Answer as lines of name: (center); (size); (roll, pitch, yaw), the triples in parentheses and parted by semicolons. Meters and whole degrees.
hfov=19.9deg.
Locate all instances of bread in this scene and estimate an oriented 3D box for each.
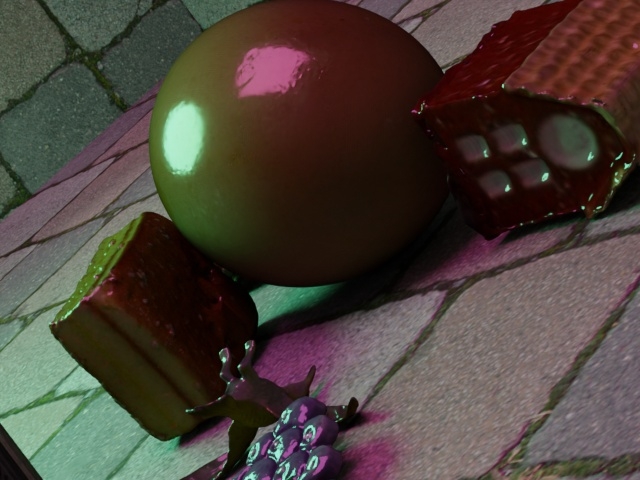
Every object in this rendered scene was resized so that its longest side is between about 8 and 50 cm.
bread: (-0.160, 0.082, 1.881); (0.110, 0.184, 0.234); (-38, 13, 20)

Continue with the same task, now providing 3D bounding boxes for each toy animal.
toy animal: (-0.048, 0.133, 1.632); (0.219, 0.095, 0.155); (-25, 22, 36)

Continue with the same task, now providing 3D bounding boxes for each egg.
egg: (-0.016, -0.100, 1.884); (0.301, 0.301, 0.374); (-41, 23, -19)

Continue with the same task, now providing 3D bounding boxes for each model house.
model house: (0.242, -0.128, 1.658); (0.254, 0.160, 0.196); (-16, 23, 50)

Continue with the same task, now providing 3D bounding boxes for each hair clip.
hair clip: (-0.027, 0.205, 1.471); (0.124, 0.052, 0.195); (-42, 20, 17)

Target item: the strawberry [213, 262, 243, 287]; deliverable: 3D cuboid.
strawberry: (-0.066, -0.030, 2.175); (0.286, 0.106, 0.188); (-38, 16, -7)

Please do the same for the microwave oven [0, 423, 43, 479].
microwave oven: (-0.361, 0.286, 1.683); (0.240, 0.194, 0.145); (-36, 15, -9)
